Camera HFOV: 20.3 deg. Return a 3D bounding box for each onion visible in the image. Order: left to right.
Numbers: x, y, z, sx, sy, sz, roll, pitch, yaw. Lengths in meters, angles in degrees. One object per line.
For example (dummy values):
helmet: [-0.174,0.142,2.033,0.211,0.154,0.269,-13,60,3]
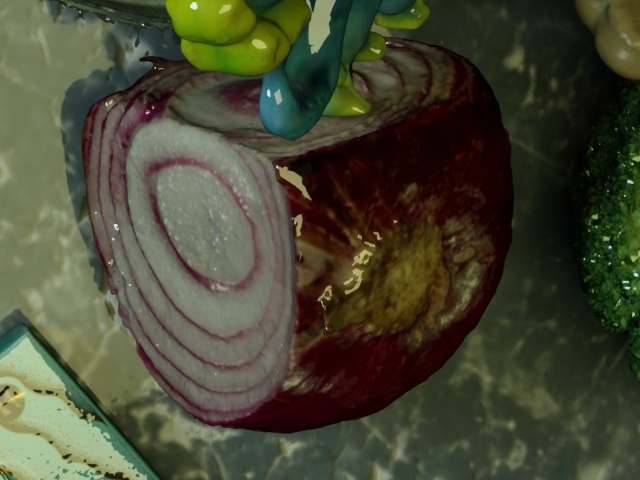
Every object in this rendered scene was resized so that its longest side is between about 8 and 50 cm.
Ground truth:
onion: [0.005,-0.001,1.001,0.207,0.216,0.206,-18,119,-29]

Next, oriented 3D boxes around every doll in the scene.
doll: [0.024,-0.210,0.850,0.099,0.346,0.341,5,78,23]

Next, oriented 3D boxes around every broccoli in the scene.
broccoli: [0.272,-0.017,1.061,0.269,0.242,0.261,43,69,-49]

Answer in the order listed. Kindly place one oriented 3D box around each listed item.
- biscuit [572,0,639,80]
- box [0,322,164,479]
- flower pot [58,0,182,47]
biscuit: [0.258,-0.179,1.032,0.325,0.044,0.217,-5,58,-29]
box: [-0.210,0.181,1.054,0.229,0.041,0.162,-40,106,-6]
flower pot: [-0.123,-0.270,0.905,0.290,0.290,0.259,27,79,-17]
